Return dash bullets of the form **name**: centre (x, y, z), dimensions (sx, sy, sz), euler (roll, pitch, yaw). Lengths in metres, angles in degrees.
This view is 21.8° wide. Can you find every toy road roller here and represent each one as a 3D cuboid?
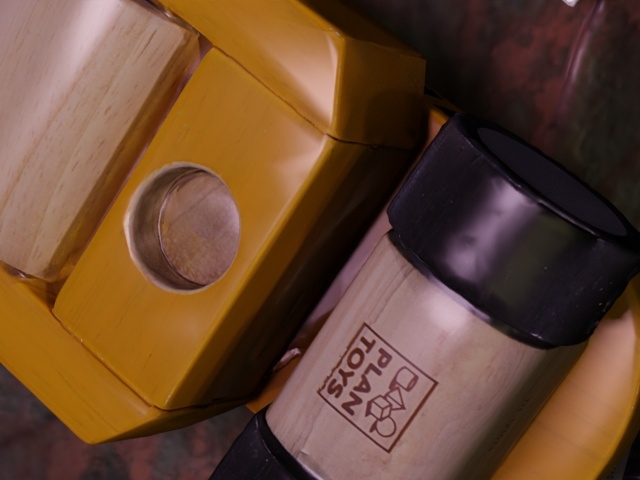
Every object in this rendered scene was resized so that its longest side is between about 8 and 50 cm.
- **toy road roller**: centre (0.000, 0.000, 0.755), dimensions (0.329, 0.240, 0.202), euler (39, 107, 19)

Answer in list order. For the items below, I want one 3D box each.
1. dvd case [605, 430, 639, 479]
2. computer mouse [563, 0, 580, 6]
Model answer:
- **dvd case**: centre (0.229, 0.117, 0.775), dimensions (0.221, 0.164, 0.018), euler (-1, 125, 24)
- **computer mouse**: centre (0.248, -0.132, 0.771), dimensions (0.272, 0.072, 0.188), euler (32, 104, -18)
